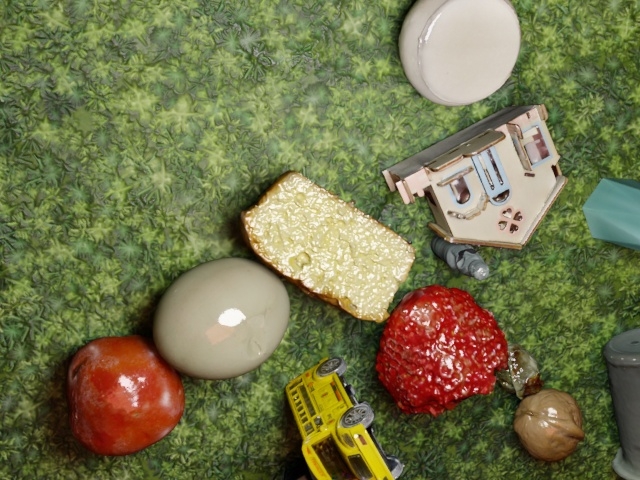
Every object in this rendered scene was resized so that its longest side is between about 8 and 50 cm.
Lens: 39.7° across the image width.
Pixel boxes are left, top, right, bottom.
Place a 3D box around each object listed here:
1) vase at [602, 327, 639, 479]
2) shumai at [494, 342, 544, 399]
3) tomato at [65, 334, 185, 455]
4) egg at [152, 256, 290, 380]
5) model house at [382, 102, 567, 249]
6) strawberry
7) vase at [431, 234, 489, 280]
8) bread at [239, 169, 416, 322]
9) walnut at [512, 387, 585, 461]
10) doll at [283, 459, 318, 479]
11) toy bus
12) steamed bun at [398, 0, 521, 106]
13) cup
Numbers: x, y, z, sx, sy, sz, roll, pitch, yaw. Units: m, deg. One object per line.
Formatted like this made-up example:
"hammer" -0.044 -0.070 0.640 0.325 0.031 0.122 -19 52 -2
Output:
"vase" 0.730 0.347 1.906 0.245 0.245 0.291 -17 103 -10
"shumai" 0.424 0.285 1.884 0.123 0.087 0.099 40 93 -18
"tomato" -0.357 0.289 1.633 0.231 0.188 0.232 -4 107 -14
"egg" -0.177 0.142 1.620 0.269 0.219 0.219 -23 109 -26
"model house" 0.319 -0.092 1.721 0.326 0.169 0.244 -28 111 -7
"strawberry" 0.230 0.208 1.740 0.261 0.261 0.258 -35 90 -4
"vase" 0.275 0.033 1.714 0.059 0.211 0.060 -4 107 -13
"bread" 0.000 0.000 1.657 0.340 0.179 0.194 32 93 -17
"walnut" 0.492 0.393 1.898 0.166 0.149 0.167 -2 93 -39
"doll" -0.017 0.533 1.806 0.314 0.141 0.177 -33 84 2
"toy bus" 0.032 0.353 1.674 0.152 0.330 0.144 -29 109 -2
"steamed bun" 0.248 -0.370 1.642 0.231 0.145 0.232 -9 120 -15
"cup" 0.650 -0.035 1.783 0.134 0.236 0.148 -30 111 -4
